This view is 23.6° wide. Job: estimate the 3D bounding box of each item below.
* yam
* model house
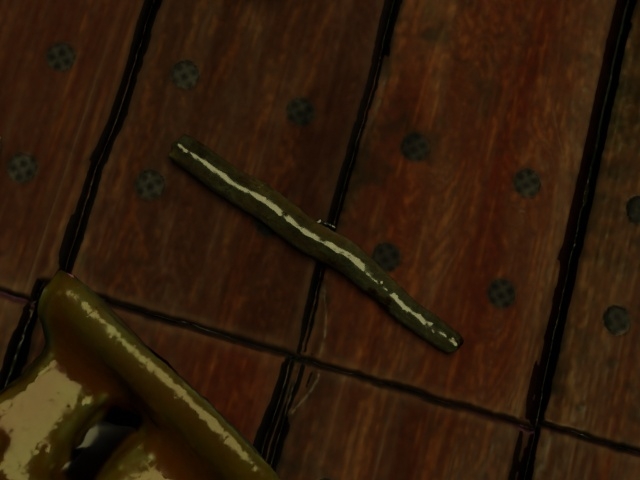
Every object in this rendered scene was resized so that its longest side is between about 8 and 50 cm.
[{"bbox_3d":[-0.001,0.001,1.021,0.234,0.029,0.027,36,98,-1],"label":"yam"},{"bbox_3d":[-0.126,0.200,0.858,0.268,0.173,0.239,43,70,6],"label":"model house"}]
